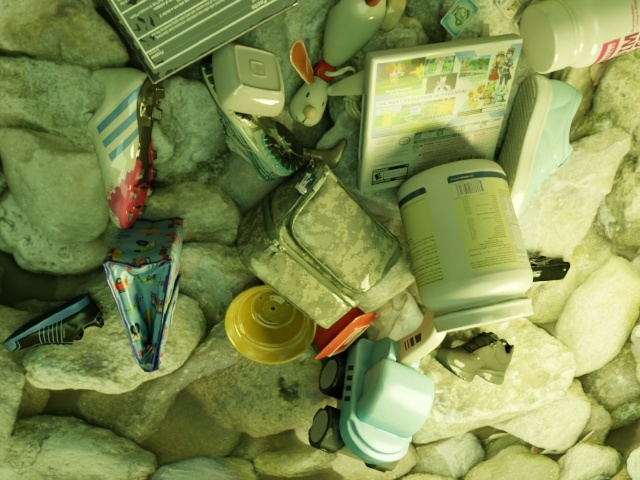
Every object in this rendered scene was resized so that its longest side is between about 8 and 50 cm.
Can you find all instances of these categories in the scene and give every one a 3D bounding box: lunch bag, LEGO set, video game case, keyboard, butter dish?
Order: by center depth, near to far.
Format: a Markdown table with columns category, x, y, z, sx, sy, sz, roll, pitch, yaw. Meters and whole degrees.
| category | x | y | z | sx | sy | sz | roll | pitch | yaw |
| --- | --- | --- | --- | --- | --- | --- | --- | --- | --- |
| video game case | 0.236 | -0.256 | 1.145 | 0.329 | 0.036 | 0.300 | -12 | 132 | -16 |
| LEGO set | 0.335 | -0.437 | 1.152 | 0.182 | 0.060 | 0.244 | 37 | 94 | -22 |
| lunch bag | 0.000 | 0.000 | 1.212 | 0.256 | 0.212 | 0.305 | -42 | 115 | 13 |
| lunch bag | -0.371 | 0.124 | 1.218 | 0.138 | 0.221 | 0.293 | 0 | 116 | -8 |
| butter dish | 0.036 | 0.202 | 1.374 | 0.160 | 0.160 | 0.118 | -47 | 71 | 15 |
| keyboard | 0.545 | 0.068 | 1.430 | 0.192 | 0.038 | 0.100 | -4 | 139 | -7 |

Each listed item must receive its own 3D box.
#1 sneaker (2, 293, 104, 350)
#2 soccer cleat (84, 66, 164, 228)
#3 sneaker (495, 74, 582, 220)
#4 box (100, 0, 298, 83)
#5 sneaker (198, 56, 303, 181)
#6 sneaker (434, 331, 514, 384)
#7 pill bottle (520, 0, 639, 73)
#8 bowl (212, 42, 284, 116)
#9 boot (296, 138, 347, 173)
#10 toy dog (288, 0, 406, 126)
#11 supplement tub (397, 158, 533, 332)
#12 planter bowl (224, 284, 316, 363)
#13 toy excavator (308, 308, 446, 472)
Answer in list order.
| category | x | y | z | sx | sy | sz | roll | pitch | yaw |
| --- | --- | --- | --- | --- | --- | --- | --- | --- | --- |
| sneaker | -0.623 | 0.215 | 1.306 | 0.232 | 0.081 | 0.090 | -27 | 109 | 4 |
| soccer cleat | -0.412 | -0.189 | 1.137 | 0.143 | 0.116 | 0.331 | 17 | 111 | 2 |
| sneaker | 0.484 | -0.171 | 1.242 | 0.150 | 0.135 | 0.366 | 8 | 115 | -8 |
| box | -0.236 | -0.482 | 0.965 | 0.296 | 0.182 | 0.294 | -26 | 115 | 7 |
| sneaker | -0.166 | -0.235 | 1.137 | 0.122 | 0.110 | 0.283 | -26 | 104 | 44 |
| sneaker | 0.406 | 0.295 | 1.458 | 0.286 | 0.109 | 0.130 | 15 | 104 | -44 |
| pill bottle | 0.557 | -0.438 | 1.099 | 0.283 | 0.160 | 0.160 | -19 | 117 | -2 |
| bowl | -0.131 | -0.317 | 1.073 | 0.142 | 0.142 | 0.053 | 2 | 159 | -34 |
| boot | -0.004 | -0.183 | 1.221 | 0.087 | 0.042 | 0.118 | 22 | 110 | -15 |
| toy dog | 0.049 | -0.369 | 1.071 | 0.220 | 0.161 | 0.333 | 3 | 115 | -9 |
| supplement tub | 0.305 | 0.017 | 1.177 | 0.235 | 0.235 | 0.324 | -10 | 77 | -3 |
| planter bowl | -0.118 | 0.184 | 1.350 | 0.217 | 0.090 | 0.217 | 0 | 113 | 0 |
| toy excavator | 0.201 | 0.303 | 1.364 | 0.222 | 0.433 | 0.445 | 28 | 137 | -19 |
